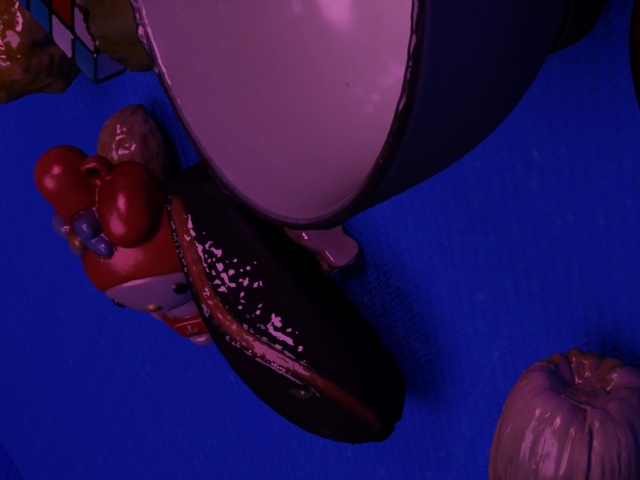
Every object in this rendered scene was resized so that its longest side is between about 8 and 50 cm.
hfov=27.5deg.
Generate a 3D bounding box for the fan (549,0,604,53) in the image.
[{"bbox_3d":[0.144,-0.189,0.798,0.082,0.039,0.155,40,141,38],"label":"fan"}]

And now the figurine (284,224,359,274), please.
[{"bbox_3d":[0.000,0.000,1.210,0.083,0.047,0.050,46,164,15],"label":"figurine"}]

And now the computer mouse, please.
[{"bbox_3d":[-0.047,0.063,1.202,0.323,0.116,0.183,51,-175,25],"label":"computer mouse"}]

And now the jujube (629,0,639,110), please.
[{"bbox_3d":[0.237,-0.062,0.631,0.168,0.168,0.236,23,136,50],"label":"jujube"}]

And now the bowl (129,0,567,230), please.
[{"bbox_3d":[0.028,-0.195,0.758,0.354,0.185,0.354,36,134,49],"label":"bowl"}]

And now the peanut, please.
[{"bbox_3d":[-0.198,-0.052,1.452,0.099,0.099,0.214,36,136,40],"label":"peanut"}]

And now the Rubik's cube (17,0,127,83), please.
[{"bbox_3d":[-0.175,-0.259,1.149,0.151,0.155,0.154,48,150,25],"label":"Rubik's cube"}]

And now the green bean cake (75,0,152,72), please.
[{"bbox_3d":[-0.099,-0.245,0.988,0.113,0.200,0.214,-5,107,51],"label":"green bean cake"}]

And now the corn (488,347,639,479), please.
[{"bbox_3d":[0.192,0.220,0.987,0.122,0.123,0.305,31,140,42],"label":"corn"}]

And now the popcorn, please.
[{"bbox_3d":[-0.398,-0.241,1.440,0.276,0.276,0.225,12,129,56],"label":"popcorn"}]

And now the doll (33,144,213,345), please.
[{"bbox_3d":[-0.176,0.003,1.352,0.161,0.130,0.290,-11,136,30],"label":"doll"}]
